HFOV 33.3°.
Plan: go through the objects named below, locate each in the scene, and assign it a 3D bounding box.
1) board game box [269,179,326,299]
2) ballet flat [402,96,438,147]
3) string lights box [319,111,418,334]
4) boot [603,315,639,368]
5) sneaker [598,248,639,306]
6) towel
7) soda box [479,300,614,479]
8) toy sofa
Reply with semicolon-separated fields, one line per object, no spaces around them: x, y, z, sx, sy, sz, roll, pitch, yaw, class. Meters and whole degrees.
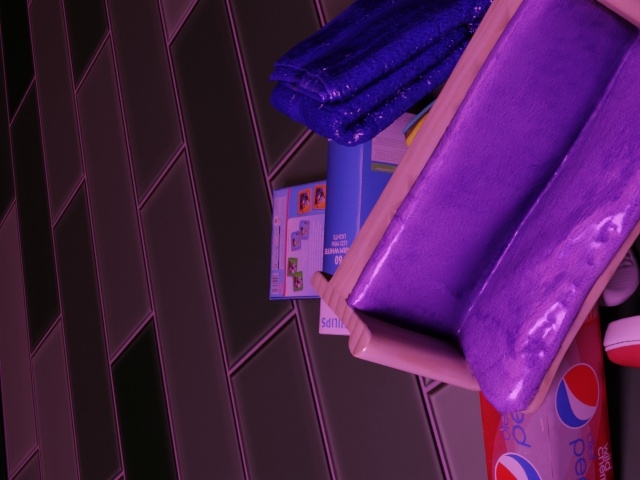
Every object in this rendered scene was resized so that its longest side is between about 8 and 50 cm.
0.000;0.000;1.456;0.211;0.039;0.160;-6;80;58;board game box
0.185;-0.165;1.162;0.077;0.077;0.231;50;118;16;ballet flat
0.077;-0.017;1.249;0.077;0.133;0.260;-4;82;56;string lights box
0.332;0.149;0.872;0.244;0.088;0.176;-1;86;54;boot
0.211;0.021;1.096;0.256;0.094;0.151;40;142;37;sneaker
0.055;-0.213;1.203;0.227;0.076;0.308;-40;21;-3;towel
0.209;0.173;0.995;0.092;0.083;0.263;8;107;55;soda box
0.160;-0.048;0.872;0.362;0.150;0.177;-60;36;14;toy sofa
